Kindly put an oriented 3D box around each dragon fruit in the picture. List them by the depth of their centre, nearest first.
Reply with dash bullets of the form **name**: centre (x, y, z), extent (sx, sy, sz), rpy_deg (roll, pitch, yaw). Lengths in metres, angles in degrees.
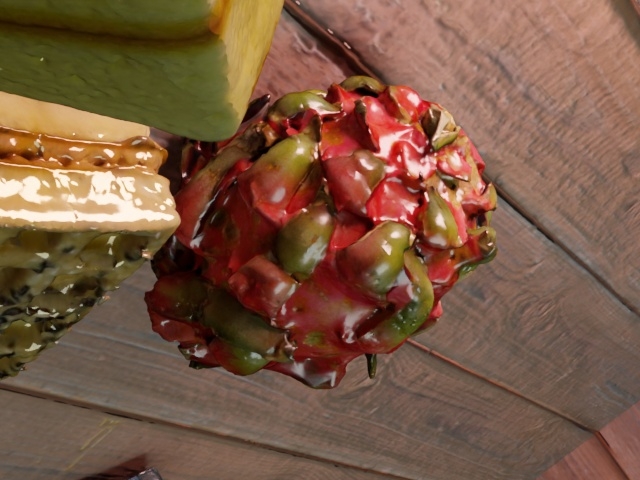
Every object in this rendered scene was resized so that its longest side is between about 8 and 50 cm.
- **dragon fruit**: centre (-0.003, -0.005, 1.138), extent (0.302, 0.231, 0.237), rpy_deg (-21, 160, 8)

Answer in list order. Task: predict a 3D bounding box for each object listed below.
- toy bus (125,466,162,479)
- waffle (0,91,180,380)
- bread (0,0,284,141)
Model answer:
- **toy bus**: centre (-0.291, 0.398, 1.515), extent (0.312, 0.190, 0.152), rpy_deg (-20, 149, -27)
- **waffle**: centre (-0.300, -0.006, 0.847), extent (0.376, 0.114, 0.261), rpy_deg (5, 146, -43)
- **bread**: centre (-0.193, -0.207, 0.661), extent (0.361, 0.245, 0.233), rpy_deg (11, 164, 8)
